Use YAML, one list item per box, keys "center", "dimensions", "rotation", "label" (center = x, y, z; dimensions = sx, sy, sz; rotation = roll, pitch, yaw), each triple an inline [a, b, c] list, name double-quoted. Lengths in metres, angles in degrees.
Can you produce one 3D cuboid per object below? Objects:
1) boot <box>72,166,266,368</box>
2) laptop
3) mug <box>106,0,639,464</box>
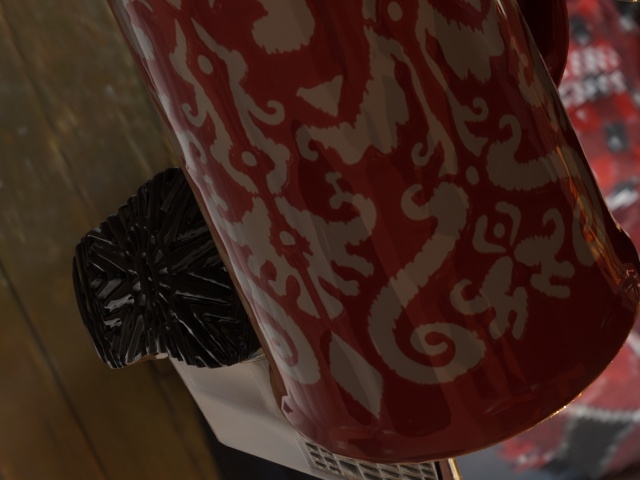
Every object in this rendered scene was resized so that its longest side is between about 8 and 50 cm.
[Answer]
- center: [-0.001, -0.004, 1.335]
  dimensions: [0.260, 0.131, 0.348]
  rotation: [-13, -178, -26]
  label: "boot"
- center: [0.015, 0.250, 1.607]
  dimensions: [0.382, 0.408, 0.236]
  rotation: [70, 40, -61]
  label: "laptop"
- center: [0.008, -0.049, 0.529]
  dimensions: [0.113, 0.150, 0.169]
  rotation: [-17, 126, 13]
  label: "mug"
